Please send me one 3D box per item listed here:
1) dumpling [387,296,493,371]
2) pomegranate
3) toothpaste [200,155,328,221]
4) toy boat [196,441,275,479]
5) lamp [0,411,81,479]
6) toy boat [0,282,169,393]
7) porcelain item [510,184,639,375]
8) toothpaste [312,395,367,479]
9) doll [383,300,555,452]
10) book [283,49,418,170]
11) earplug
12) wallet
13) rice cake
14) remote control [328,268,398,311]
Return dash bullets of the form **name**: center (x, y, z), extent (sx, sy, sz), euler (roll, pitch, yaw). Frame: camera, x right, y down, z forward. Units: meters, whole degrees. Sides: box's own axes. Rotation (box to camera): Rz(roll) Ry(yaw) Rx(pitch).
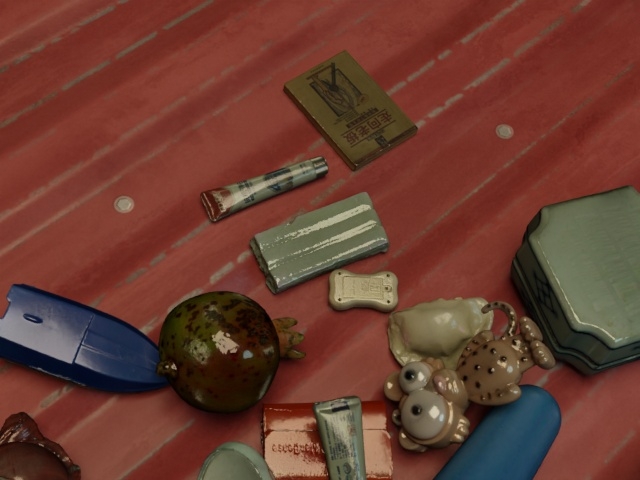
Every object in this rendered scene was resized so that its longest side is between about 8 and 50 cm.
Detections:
- **dumpling**: center (0.204, 0.165, 1.523), extent (0.169, 0.100, 0.134), euler (-7, 76, -8)
- **pomegranate**: center (-0.137, 0.184, 1.444), extent (0.246, 0.198, 0.198), euler (28, 53, -37)
- **toothpaste**: center (-0.099, -0.099, 1.666), extent (0.239, 0.039, 0.062), euler (-21, 73, -14)
- **toy boat**: center (-0.116, 0.405, 1.368), extent (0.134, 0.079, 0.208), euler (-22, 71, 17)
- **lamp**: center (-0.457, 0.369, 1.329), extent (0.215, 0.151, 0.223), euler (-21, 23, -22)
- **toy boat**: center (-0.371, 0.175, 1.471), extent (0.295, 0.088, 0.129), euler (21, 61, -7)
- **porcelain item**: center (0.491, 0.069, 1.568), extent (0.281, 0.157, 0.286), euler (-15, 64, -16)
- **toothpaste**: center (0.044, 0.373, 1.384), extent (0.069, 0.047, 0.269), euler (-11, 84, 14)
- **doll**: center (0.226, 0.217, 1.433), extent (0.278, 0.119, 0.154), euler (-40, 53, 12)
- **book**: center (0.056, -0.255, 1.771), extent (0.161, 0.026, 0.231), euler (-32, 70, -21)
- **earplug**: center (0.281, 0.337, 1.425), extent (0.132, 0.132, 0.273), euler (36, 61, 13)
- **wallet**: center (0.009, 0.323, 1.444), extent (0.204, 0.045, 0.142), euler (0, 64, -6)
- **rice cake**: center (0.000, 0.000, 1.618), extent (0.237, 0.043, 0.127), euler (-19, 66, -15)
- **remote control**: center (0.074, 0.087, 1.585), extent (0.122, 0.032, 0.074), euler (4, 66, -4)
